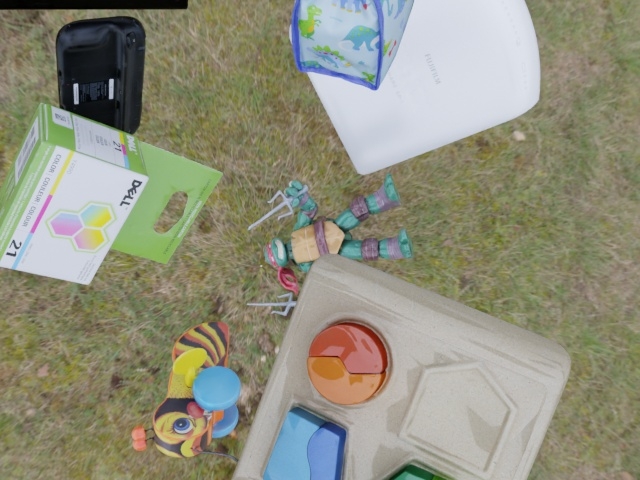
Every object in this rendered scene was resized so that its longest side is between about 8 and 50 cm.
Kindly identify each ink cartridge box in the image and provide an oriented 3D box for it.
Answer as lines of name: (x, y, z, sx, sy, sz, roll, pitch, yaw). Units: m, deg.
ink cartridge box: (-0.268, -0.037, 0.871, 0.255, 0.097, 0.189, 18, 119, -35)

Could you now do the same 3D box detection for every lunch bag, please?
lunch bag: (0.029, -0.218, 0.529, 0.096, 0.151, 0.129, 16, 68, 6)

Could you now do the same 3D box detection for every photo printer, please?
photo printer: (0.146, -0.254, 0.956, 0.307, 0.107, 0.256, -19, 119, 19)

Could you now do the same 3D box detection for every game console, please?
game console: (-0.268, -0.238, 0.777, 0.213, 0.361, 0.044, -7, 59, -22)

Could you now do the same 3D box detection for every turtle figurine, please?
turtle figurine: (0.000, 0.000, 0.909, 0.234, 0.118, 0.175, -17, 94, 11)

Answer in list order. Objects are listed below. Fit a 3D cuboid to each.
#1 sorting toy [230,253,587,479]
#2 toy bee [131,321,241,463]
sorting toy: (0.092, 0.165, 0.500, 0.307, 0.041, 0.229, 22, 92, 18)
toy bee: (-0.196, 0.244, 0.992, 0.162, 0.298, 0.195, -3, 112, -15)
